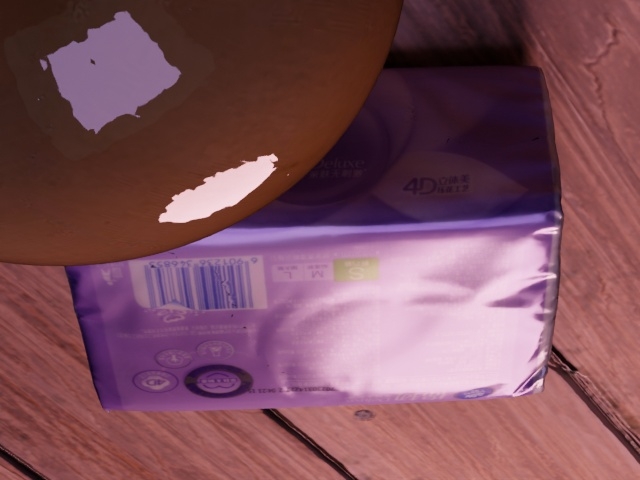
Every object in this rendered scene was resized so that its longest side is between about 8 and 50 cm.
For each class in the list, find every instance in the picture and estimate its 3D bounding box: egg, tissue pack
[{"bbox_3d":[-0.129,-0.136,0.958,0.374,0.301,0.301,-16,142,38],"label":"egg"},{"bbox_3d":[0.000,0.000,1.263,0.338,0.160,0.242,-2,145,0],"label":"tissue pack"}]
